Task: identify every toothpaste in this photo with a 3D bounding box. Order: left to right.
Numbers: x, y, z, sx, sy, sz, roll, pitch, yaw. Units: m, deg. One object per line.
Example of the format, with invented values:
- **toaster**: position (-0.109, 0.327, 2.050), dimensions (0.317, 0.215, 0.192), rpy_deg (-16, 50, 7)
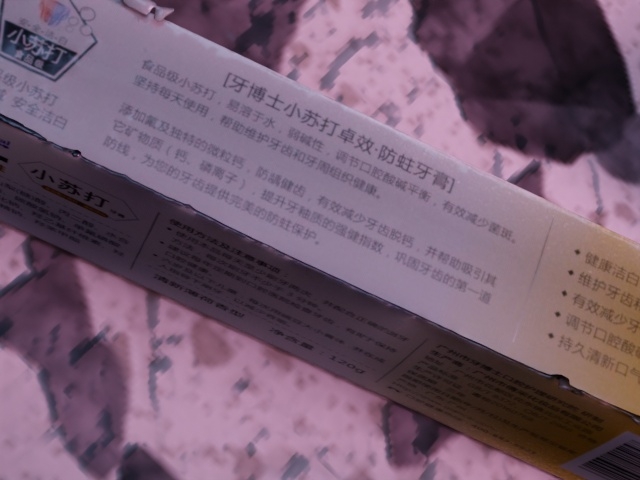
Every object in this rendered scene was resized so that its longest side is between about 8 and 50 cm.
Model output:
- **toothpaste**: position (0.000, 0.000, 0.542), dimensions (0.313, 0.089, 0.071), rpy_deg (25, 67, -7)
